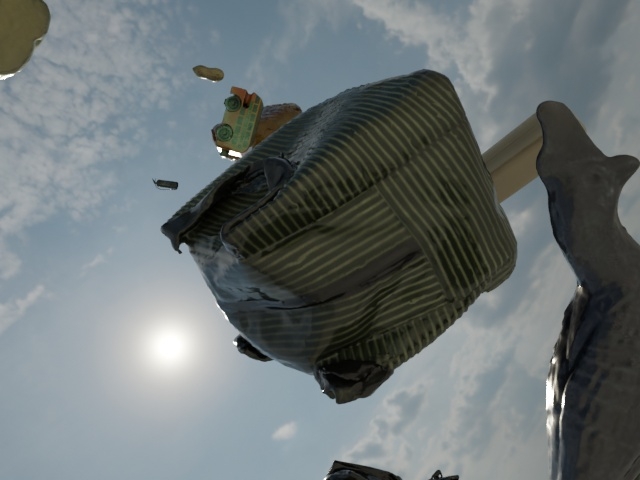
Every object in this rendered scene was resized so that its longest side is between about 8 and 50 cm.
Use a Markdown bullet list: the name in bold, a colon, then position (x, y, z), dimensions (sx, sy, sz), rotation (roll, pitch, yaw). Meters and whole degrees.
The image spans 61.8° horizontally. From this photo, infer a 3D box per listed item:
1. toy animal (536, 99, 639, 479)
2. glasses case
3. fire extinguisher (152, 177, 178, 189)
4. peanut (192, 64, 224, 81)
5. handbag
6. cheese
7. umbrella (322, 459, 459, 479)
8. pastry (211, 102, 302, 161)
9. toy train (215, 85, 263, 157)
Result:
- **toy animal**: position (0.205, 0.110, 0.348), dimensions (0.205, 0.081, 0.367), rotation (7, -91, -16)
- **glasses case**: position (0.283, -0.115, 0.777), dimensions (0.083, 0.050, 0.196), rotation (20, -48, -43)
- **fire extinguisher**: position (-0.506, -0.181, 1.738), dimensions (0.025, 0.083, 0.038), rotation (-70, -12, -66)
- **peanut**: position (-0.282, -0.421, 1.342), dimensions (0.037, 0.083, 0.037), rotation (19, -90, -87)
- **handbag**: position (0.000, 0.000, 0.551), dimensions (0.240, 0.340, 0.247), rotation (-33, -74, -24)
- **cheese**: position (-0.678, -0.448, 0.998), dimensions (0.326, 0.115, 0.318), rotation (-20, -71, -59)
- **umbrella**: position (0.158, 0.377, 0.756), dimensions (0.340, 0.118, 0.118), rotation (8, -67, -17)
- **pastry**: position (-0.194, -0.336, 1.732), dimensions (0.310, 0.255, 0.162), rotation (-32, -63, -32)
- **toy train**: position (-0.211, -0.301, 1.390), dimensions (0.072, 0.099, 0.188), rotation (159, 124, -83)
